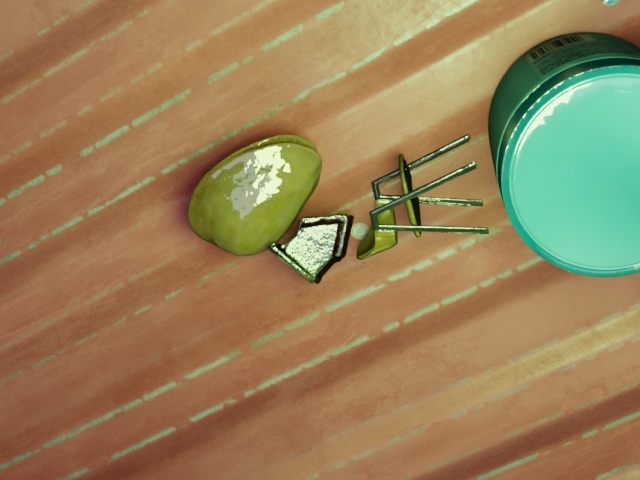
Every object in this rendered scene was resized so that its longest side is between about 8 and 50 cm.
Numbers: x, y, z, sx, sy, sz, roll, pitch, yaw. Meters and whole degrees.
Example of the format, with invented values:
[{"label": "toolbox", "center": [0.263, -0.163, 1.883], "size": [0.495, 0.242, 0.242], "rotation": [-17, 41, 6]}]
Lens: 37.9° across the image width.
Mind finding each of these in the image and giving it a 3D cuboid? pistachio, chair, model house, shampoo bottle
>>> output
[{"label": "pistachio", "center": [-0.120, -0.090, 1.707], "size": [0.212, 0.163, 0.260], "rotation": [14, 119, -42]}, {"label": "chair", "center": [0.170, -0.068, 1.688], "size": [0.246, 0.159, 0.172], "rotation": [-10, 112, 9]}, {"label": "model house", "center": [0.001, 0.000, 1.743], "size": [0.152, 0.165, 0.106], "rotation": [-45, 85, 4]}, {"label": "shampoo bottle", "center": [0.446, -0.158, 1.524], "size": [0.331, 0.343, 0.331], "rotation": [2, 112, 5]}]

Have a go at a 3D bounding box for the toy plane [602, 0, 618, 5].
[{"label": "toy plane", "center": [0.589, -0.435, 1.521], "size": [0.266, 0.123, 0.267], "rotation": [1, 112, 3]}]
